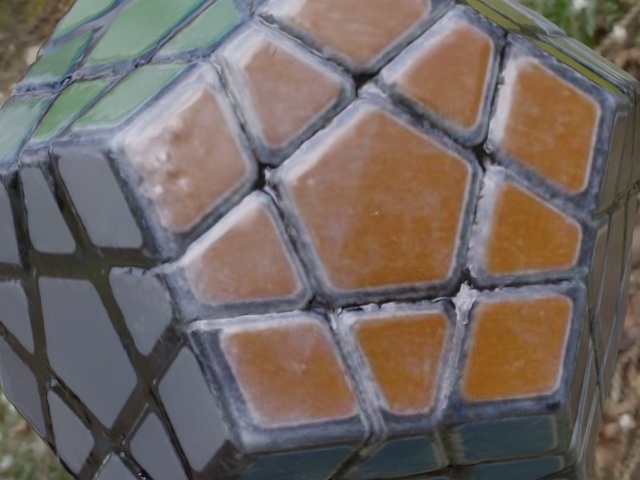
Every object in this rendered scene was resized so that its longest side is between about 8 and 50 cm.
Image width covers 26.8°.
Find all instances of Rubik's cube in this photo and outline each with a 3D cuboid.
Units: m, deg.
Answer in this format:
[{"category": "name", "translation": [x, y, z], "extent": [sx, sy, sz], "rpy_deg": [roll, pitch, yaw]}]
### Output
[{"category": "Rubik's cube", "translation": [0.000, 0.000, 0.609], "extent": [0.319, 0.264, 0.319], "rpy_deg": [-9, -31, -5]}]
